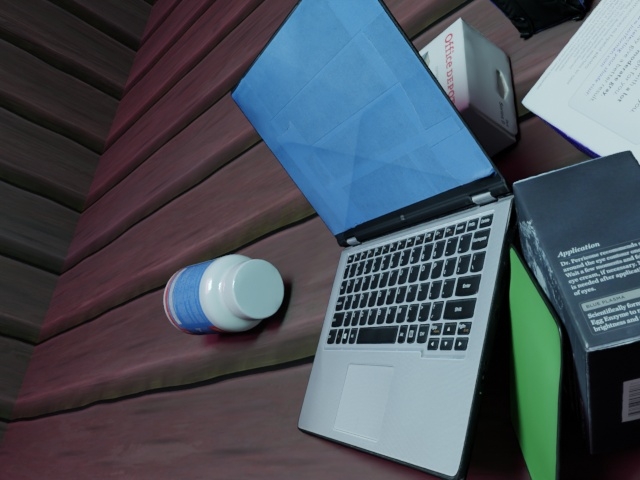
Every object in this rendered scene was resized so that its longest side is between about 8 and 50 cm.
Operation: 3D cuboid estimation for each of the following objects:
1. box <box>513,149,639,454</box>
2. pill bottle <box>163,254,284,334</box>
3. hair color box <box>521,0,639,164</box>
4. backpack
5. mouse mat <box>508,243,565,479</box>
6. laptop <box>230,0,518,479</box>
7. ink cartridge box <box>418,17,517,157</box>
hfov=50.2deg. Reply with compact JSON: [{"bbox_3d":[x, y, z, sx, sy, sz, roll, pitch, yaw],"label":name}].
[{"bbox_3d":[0.216,0.048,0.510,0.093,0.156,0.158,-16,46,9],"label":"box"},{"bbox_3d":[-0.157,0.089,1.108,0.221,0.124,0.124,-14,56,54],"label":"pill bottle"},{"bbox_3d":[0.328,-0.099,0.517,0.185,0.110,0.339,-53,30,16],"label":"hair color box"},{"bbox_3d":[0.245,-0.308,0.791,0.105,0.114,0.084,-5,64,57],"label":"backpack"},{"bbox_3d":[0.170,0.113,0.547,0.153,0.007,0.190,-87,-8,-66],"label":"mouse mat"},{"bbox_3d":[0.000,0.000,0.742,0.382,0.236,0.408,-21,52,67],"label":"laptop"},{"bbox_3d":[0.134,-0.149,0.867,0.212,0.093,0.154,-32,43,41],"label":"ink cartridge box"}]
